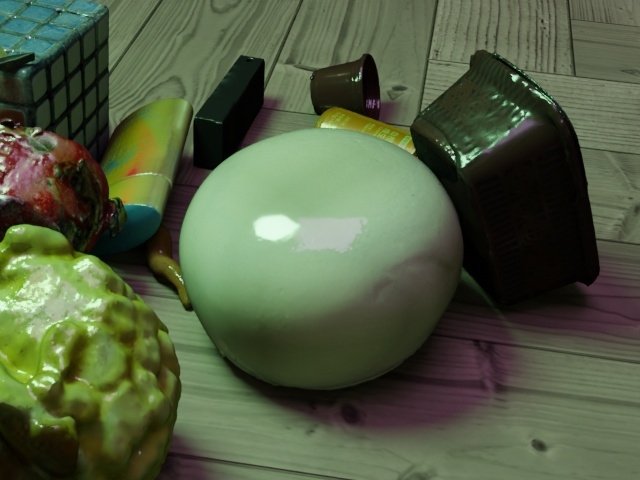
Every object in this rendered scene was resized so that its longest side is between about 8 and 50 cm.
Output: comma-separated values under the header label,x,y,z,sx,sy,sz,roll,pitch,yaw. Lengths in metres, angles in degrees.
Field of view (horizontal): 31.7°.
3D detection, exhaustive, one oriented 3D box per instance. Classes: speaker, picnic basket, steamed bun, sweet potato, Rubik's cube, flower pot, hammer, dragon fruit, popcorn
label,x,y,z,sx,sy,sz,roll,pitch,yaw
speaker,-0.131,-0.191,1.647,0.044,0.082,0.218,10,36,9
picnic basket,0.207,-0.062,1.326,0.129,0.297,0.222,-29,42,-8
steamed bun,0.000,0.000,1.248,0.324,0.206,0.324,-3,38,2
sweet potato,-0.192,0.020,1.372,0.044,0.044,0.179,-10,35,-19
Rubik's cube,-0.422,-0.185,1.468,0.237,0.238,0.237,14,38,9
flower pot,0.035,-0.226,1.714,0.089,0.111,0.111,-3,32,17
hammer,-0.409,-0.253,1.352,0.062,0.013,0.199,-20,44,-28
dragon fruit,-0.362,-0.024,1.250,0.282,0.211,0.147,17,53,-14
popcorn,-0.264,0.132,1.018,0.293,0.293,0.237,9,54,8

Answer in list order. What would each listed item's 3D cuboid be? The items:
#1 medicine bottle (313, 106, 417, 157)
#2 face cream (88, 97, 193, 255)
label,x,y,z,sx,sy,sz,roll,pitch,yaw
medicine bottle,0.085,-0.111,1.541,0.192,0.096,0.096,23,39,25
face cream,-0.241,-0.082,1.461,0.139,0.067,0.285,-28,29,19
